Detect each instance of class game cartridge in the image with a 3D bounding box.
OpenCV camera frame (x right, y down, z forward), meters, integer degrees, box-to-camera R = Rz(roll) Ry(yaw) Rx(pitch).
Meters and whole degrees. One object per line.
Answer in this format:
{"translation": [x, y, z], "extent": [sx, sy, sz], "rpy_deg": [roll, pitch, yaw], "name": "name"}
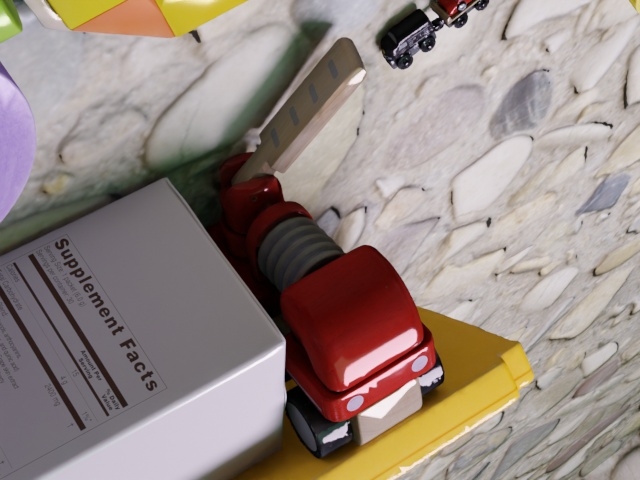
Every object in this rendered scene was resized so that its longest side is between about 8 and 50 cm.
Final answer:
{"translation": [-0.004, 0.148, 1.109], "extent": [0.285, 0.323, 0.053], "rpy_deg": [-29, 108, -17], "name": "game cartridge"}

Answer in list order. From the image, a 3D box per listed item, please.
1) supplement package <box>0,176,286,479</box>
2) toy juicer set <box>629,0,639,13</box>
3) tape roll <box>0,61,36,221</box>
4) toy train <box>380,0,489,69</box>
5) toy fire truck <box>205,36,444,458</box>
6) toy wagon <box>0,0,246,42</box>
{"translation": [-0.191, 0.121, 0.921], "extent": [0.293, 0.175, 0.177], "rpy_deg": [-27, 151, -20], "name": "supplement package"}
{"translation": [0.338, -0.328, 0.973], "extent": [0.209, 0.089, 0.329], "rpy_deg": [-30, 152, -17], "name": "toy juicer set"}
{"translation": [-0.255, -0.051, 0.680], "extent": [0.189, 0.080, 0.189], "rpy_deg": [-30, 152, -18], "name": "tape roll"}
{"translation": [0.111, -0.190, 0.980], "extent": [0.158, 0.027, 0.036], "rpy_deg": [-37, 143, -1], "name": "toy train"}
{"translation": [0.000, 0.000, 0.954], "extent": [0.158, 0.217, 0.246], "rpy_deg": [-29, 137, -17], "name": "toy fire truck"}
{"translation": [-0.088, -0.225, 0.584], "extent": [0.267, 0.068, 0.344], "rpy_deg": [-28, 153, -1], "name": "toy wagon"}
